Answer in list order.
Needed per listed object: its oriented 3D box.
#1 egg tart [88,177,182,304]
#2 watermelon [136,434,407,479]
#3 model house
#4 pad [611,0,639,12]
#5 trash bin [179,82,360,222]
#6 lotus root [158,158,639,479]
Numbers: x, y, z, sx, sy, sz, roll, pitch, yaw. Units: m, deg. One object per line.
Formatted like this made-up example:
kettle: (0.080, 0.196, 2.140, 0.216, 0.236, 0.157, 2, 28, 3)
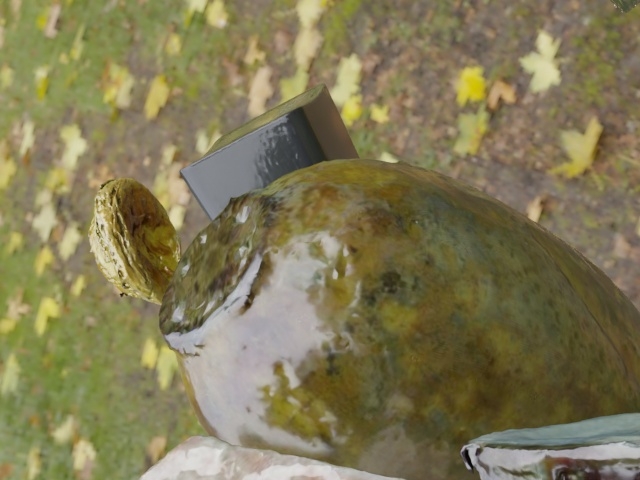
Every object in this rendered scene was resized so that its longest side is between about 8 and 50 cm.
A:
egg tart: (-0.170, 0.005, 1.185, 0.052, 0.130, 0.130, -22, 51, 17)
watermelon: (0.006, 0.207, 0.541, 0.302, 0.151, 0.264, 33, 145, 24)
model house: (0.168, 0.172, 0.709, 0.165, 0.106, 0.152, -7, 83, 24)
pad: (0.144, -0.306, 0.790, 0.250, 0.055, 0.323, 25, -128, -88)
trash bin: (0.000, 0.000, 1.096, 0.115, 0.225, 0.165, -28, 9, 13)
lotus root: (0.060, 0.081, 0.882, 0.250, 0.346, 0.250, -32, 44, 37)
